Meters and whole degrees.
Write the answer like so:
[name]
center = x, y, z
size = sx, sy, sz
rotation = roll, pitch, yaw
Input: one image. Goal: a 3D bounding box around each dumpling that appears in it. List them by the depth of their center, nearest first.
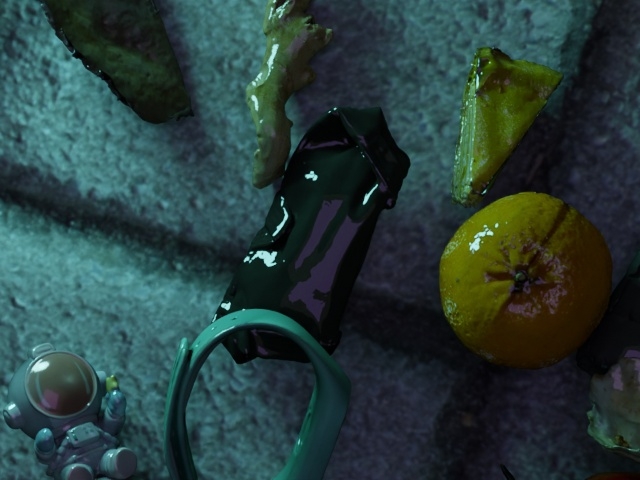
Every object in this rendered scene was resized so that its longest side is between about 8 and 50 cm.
[dumpling]
center = -0.265, -0.273, 1.679
size = 0.166, 0.086, 0.332
rotation = -15, 82, -36

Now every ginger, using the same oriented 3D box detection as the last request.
[ginger]
center = -0.035, -0.199, 1.688
size = 0.089, 0.075, 0.288
rotation = 9, 78, -5

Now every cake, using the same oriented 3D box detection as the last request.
[cake]
center = 0.210, -0.120, 1.688
size = 0.116, 0.080, 0.185
rotation = 4, 72, -13

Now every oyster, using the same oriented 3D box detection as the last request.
[oyster]
center = 0.387, 0.209, 1.535
size = 0.233, 0.107, 0.161
rotation = 10, 40, 5

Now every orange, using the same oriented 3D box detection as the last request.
[orange]
center = 0.222, 0.043, 1.612
size = 0.193, 0.161, 0.193
rotation = 1, 83, -5

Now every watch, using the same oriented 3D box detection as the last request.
[watch]
center = -0.075, 0.193, 1.601
size = 0.195, 0.068, 0.237
rotation = 16, 104, -10

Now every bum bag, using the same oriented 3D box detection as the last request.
[bum bag]
center = 0.000, 0.000, 1.657
size = 0.142, 0.080, 0.326
rotation = 26, 87, 6

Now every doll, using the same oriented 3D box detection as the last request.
[doll]
center = -0.250, 0.243, 1.592
size = 0.151, 0.151, 0.287
rotation = -24, 77, -4

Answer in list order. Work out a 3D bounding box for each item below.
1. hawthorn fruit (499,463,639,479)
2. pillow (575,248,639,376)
[hawthorn fruit]
center = 0.301, 0.332, 1.540
size = 0.254, 0.254, 0.300
rotation = -41, 77, -6
[pillow]
center = 0.470, 0.127, 1.641
size = 0.326, 0.101, 0.228
rotation = 32, 80, 2
